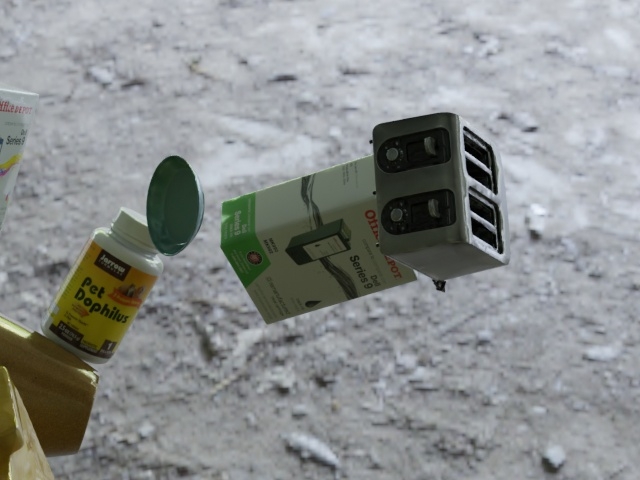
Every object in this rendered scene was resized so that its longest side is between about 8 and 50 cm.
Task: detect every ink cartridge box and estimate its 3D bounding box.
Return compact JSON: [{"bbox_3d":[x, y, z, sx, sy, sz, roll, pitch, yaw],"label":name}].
[{"bbox_3d":[0.000,0.000,2.165,0.289,0.211,0.122,-18,39,13],"label":"ink cartridge box"},{"bbox_3d":[-0.441,-0.098,1.567,0.093,0.212,0.154,16,5,6],"label":"ink cartridge box"}]

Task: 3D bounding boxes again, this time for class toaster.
[{"bbox_3d":[0.147,-0.045,1.512,0.110,0.185,0.168,-12,70,28],"label":"toaster"}]

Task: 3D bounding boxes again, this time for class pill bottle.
[{"bbox_3d":[-0.306,0.063,1.828,0.117,0.215,0.117,30,5,-3],"label":"pill bottle"}]

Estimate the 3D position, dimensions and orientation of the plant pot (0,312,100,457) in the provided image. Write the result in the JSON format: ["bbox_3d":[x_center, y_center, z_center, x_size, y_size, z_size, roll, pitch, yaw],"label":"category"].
[{"bbox_3d":[-0.441,0.204,1.733,0.254,0.237,0.237,15,34,-11],"label":"plant pot"}]

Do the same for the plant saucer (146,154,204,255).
[{"bbox_3d":[-0.167,-0.041,1.486,0.021,0.119,0.119,4,27,-37],"label":"plant saucer"}]

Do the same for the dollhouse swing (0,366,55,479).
[{"bbox_3d":[-0.397,0.369,1.351,0.315,0.347,0.305,-6,36,7],"label":"dollhouse swing"}]
